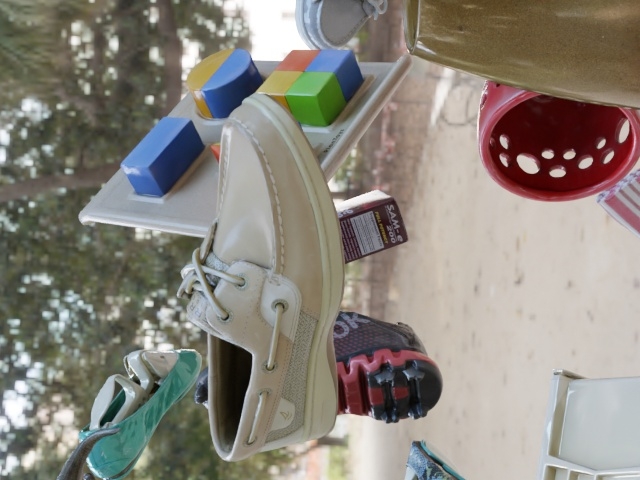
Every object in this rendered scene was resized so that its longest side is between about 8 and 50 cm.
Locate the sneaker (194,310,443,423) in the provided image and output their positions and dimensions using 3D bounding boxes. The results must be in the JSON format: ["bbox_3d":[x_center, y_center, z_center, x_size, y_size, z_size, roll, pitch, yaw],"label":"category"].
[{"bbox_3d":[-0.004,0.145,1.192,0.135,0.276,0.097,-95,-1,-55],"label":"sneaker"}]

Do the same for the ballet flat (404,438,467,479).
[{"bbox_3d":[0.105,0.233,0.973,0.188,0.070,0.070,179,95,-86],"label":"ballet flat"}]

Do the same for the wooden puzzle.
[{"bbox_3d":[-0.101,-0.136,1.263,0.322,0.348,0.080,-56,-47,-33],"label":"wooden puzzle"}]

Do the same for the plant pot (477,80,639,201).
[{"bbox_3d":[0.288,-0.170,1.266,0.191,0.191,0.174,92,-174,-49],"label":"plant pot"}]

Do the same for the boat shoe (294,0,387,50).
[{"bbox_3d":[0.073,-0.410,1.493,0.103,0.118,0.320,19,75,55],"label":"boat shoe"}]

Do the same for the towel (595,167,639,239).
[{"bbox_3d":[0.499,-0.073,1.440,0.197,0.144,0.029,-37,32,30],"label":"towel"}]

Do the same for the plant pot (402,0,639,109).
[{"bbox_3d":[0.216,-0.250,1.055,0.237,0.255,0.237,180,90,-87],"label":"plant pot"}]

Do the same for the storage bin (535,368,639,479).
[{"bbox_3d":[0.279,0.242,0.703,0.123,0.262,0.260,-22,52,64],"label":"storage bin"}]

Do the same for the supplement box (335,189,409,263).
[{"bbox_3d":[0.000,0.000,1.571,0.130,0.240,0.073,-133,24,-78],"label":"supplement box"}]

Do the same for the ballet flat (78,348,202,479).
[{"bbox_3d":[-0.223,0.188,1.303,0.087,0.083,0.247,66,-150,-23],"label":"ballet flat"}]

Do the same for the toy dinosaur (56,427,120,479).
[{"bbox_3d":[-0.312,0.333,1.123,0.121,0.313,0.160,53,-167,8],"label":"toy dinosaur"}]

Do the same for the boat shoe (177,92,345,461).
[{"bbox_3d":[-0.050,0.040,0.772,0.109,0.098,0.302,43,144,47],"label":"boat shoe"}]
